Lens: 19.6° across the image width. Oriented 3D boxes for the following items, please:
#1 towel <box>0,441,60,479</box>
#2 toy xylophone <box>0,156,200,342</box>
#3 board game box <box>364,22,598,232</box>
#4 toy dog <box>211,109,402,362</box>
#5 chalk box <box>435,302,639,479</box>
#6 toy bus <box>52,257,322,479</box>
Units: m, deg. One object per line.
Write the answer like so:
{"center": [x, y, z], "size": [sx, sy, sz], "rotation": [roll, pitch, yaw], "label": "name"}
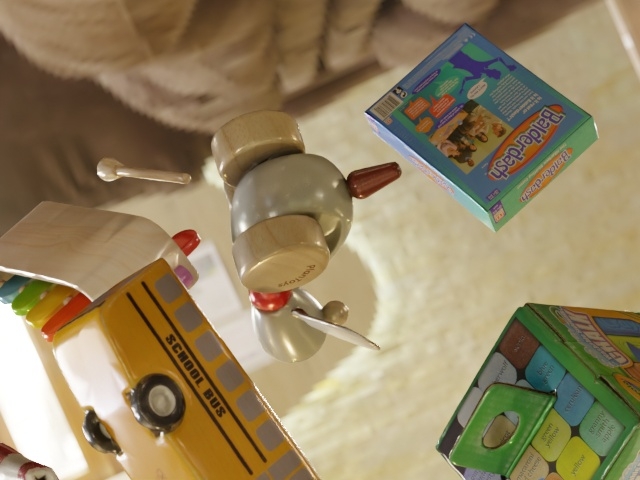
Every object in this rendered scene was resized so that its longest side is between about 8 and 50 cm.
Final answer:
{"center": [-0.196, 0.212, 1.155], "size": [0.037, 0.237, 0.329], "rotation": [-33, -161, -28], "label": "towel"}
{"center": [-0.255, 0.011, 2.085], "size": [0.236, 0.081, 0.322], "rotation": [-40, -151, -19], "label": "toy xylophone"}
{"center": [0.176, -0.127, 2.040], "size": [0.160, 0.210, 0.047], "rotation": [-41, 145, -9], "label": "board game box"}
{"center": [0.000, 0.000, 1.717], "size": [0.161, 0.220, 0.334], "rotation": [-12, 172, -1], "label": "toy dog"}
{"center": [0.245, 0.180, 1.695], "size": [0.289, 0.179, 0.180], "rotation": [5, 122, -43], "label": "chalk box"}
{"center": [-0.111, 0.192, 1.717], "size": [0.130, 0.333, 0.108], "rotation": [-40, -173, -40], "label": "toy bus"}
